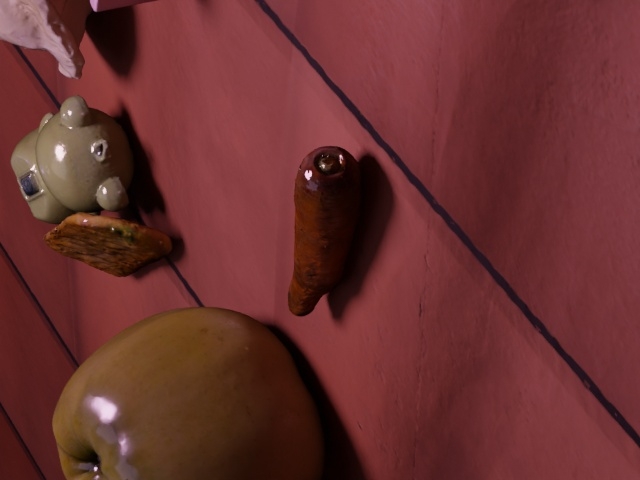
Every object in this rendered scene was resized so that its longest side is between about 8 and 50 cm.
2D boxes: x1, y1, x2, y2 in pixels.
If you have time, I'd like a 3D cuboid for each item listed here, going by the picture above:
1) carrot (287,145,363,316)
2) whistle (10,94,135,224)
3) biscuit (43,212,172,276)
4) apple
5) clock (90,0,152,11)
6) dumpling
[{"bbox_3d":[0.000,0.000,1.492,0.059,0.059,0.248,57,159,24],"label":"carrot"},{"bbox_3d":[-0.279,-0.080,1.967,0.131,0.106,0.288,66,156,-3],"label":"whistle"},{"bbox_3d":[-0.239,0.002,1.963,0.247,0.118,0.029,-21,49,69],"label":"biscuit"},{"bbox_3d":[-0.127,0.189,1.724,0.262,0.262,0.262,48,150,39],"label":"apple"},{"bbox_3d":[-0.218,-0.392,1.563,0.275,0.080,0.290,53,150,40],"label":"clock"},{"bbox_3d":[-0.296,-0.264,1.828,0.179,0.131,0.252,58,180,-41],"label":"dumpling"}]
